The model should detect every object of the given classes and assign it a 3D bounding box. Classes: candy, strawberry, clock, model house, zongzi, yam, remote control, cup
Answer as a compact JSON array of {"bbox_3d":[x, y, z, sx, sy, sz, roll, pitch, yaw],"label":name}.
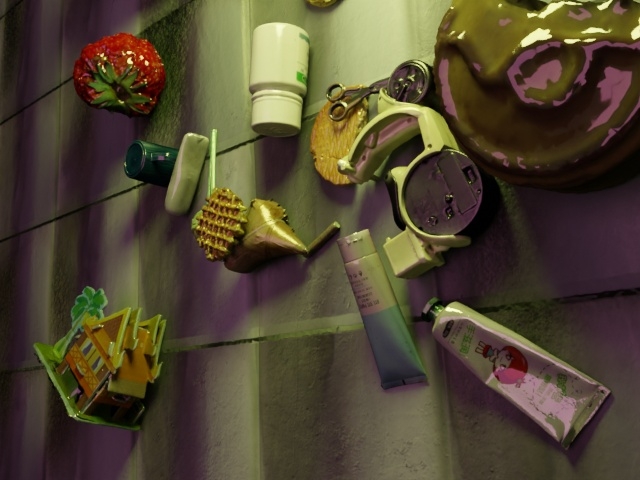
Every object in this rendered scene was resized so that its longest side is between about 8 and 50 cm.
[{"bbox_3d":[-0.278,-0.143,1.796,0.093,0.092,0.335,-15,64,31],"label":"candy"},{"bbox_3d":[-0.575,-0.493,2.024,0.238,0.250,0.288,-53,26,30],"label":"strawberry"},{"bbox_3d":[0.173,-0.138,1.348,0.276,0.120,0.378,-38,59,28],"label":"clock"},{"bbox_3d":[-0.565,0.288,1.918,0.312,0.242,0.358,-52,49,2],"label":"model house"},{"bbox_3d":[-0.127,0.025,1.606,0.197,0.099,0.194,49,114,32],"label":"zongzi"},{"bbox_3d":[0.000,0.000,1.542,0.116,0.021,0.021,-43,56,27],"label":"yam"},{"bbox_3d":[-0.354,-0.169,1.853,0.044,0.073,0.229,40,113,60],"label":"remote control"},{"bbox_3d":[-0.442,-0.218,1.906,0.150,0.138,0.113,-39,59,31],"label":"cup"}]

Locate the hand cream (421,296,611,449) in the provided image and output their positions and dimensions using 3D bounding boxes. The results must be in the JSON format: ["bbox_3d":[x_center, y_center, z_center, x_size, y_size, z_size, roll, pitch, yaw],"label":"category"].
[{"bbox_3d":[0.315,0.205,1.196,0.336,0.076,0.121,36,108,34],"label":"hand cream"}]

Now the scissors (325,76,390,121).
[{"bbox_3d":[0.110,-0.319,1.474,0.220,0.017,0.088,-14,74,27],"label":"scissors"}]

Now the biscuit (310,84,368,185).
[{"bbox_3d":[0.039,-0.227,1.537,0.145,0.033,0.224,1,81,41],"label":"biscuit"}]

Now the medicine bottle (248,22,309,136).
[{"bbox_3d":[-0.096,-0.368,1.620,0.139,0.139,0.236,-6,80,42],"label":"medicine bottle"}]

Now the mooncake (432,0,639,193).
[{"bbox_3d":[0.383,-0.271,1.097,0.394,0.246,0.392,-21,75,42],"label":"mooncake"}]

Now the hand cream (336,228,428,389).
[{"bbox_3d":[0.118,0.133,1.358,0.111,0.070,0.312,-19,90,38],"label":"hand cream"}]

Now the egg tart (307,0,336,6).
[{"bbox_3d":[0.013,-0.640,1.614,0.191,0.074,0.191,-12,72,40],"label":"egg tart"}]

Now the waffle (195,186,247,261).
[{"bbox_3d":[-0.234,-0.038,1.631,0.191,0.038,0.191,-18,65,45],"label":"waffle"}]
